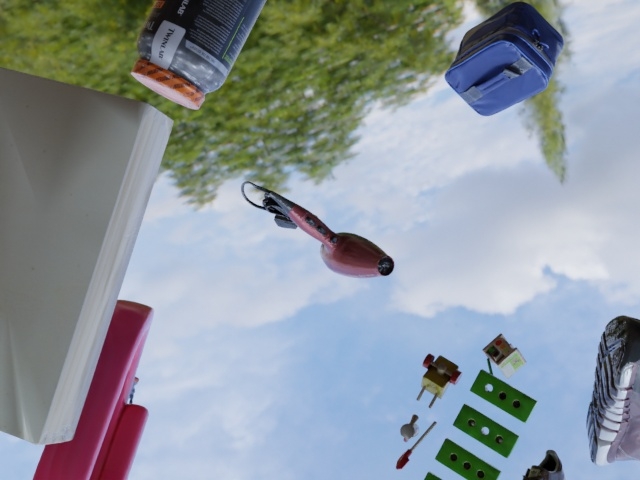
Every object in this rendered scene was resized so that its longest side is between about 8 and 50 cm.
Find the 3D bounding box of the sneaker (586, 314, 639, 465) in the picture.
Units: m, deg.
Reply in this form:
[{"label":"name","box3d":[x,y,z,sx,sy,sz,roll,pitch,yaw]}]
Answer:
[{"label":"sneaker","box3d":[0.445,0.198,1.117,0.162,0.281,0.107,1,-132,9]}]

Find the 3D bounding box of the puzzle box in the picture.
[{"label":"puzzle box","box3d":[-0.346,-0.025,0.719,0.408,0.272,0.052,16,176,17]}]

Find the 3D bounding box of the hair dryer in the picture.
[{"label":"hair dryer","box3d":[0.000,0.000,1.516,0.293,0.080,0.223,24,177,20]}]

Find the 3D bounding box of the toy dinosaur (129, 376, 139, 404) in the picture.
[{"label":"toy dinosaur","box3d":[-0.266,0.194,1.152,0.082,0.047,0.090,-44,-160,28]}]

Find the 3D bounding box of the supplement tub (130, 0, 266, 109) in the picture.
[{"label":"supplement tub","box3d":[-0.144,-0.262,1.030,0.117,0.117,0.191,18,-99,60]}]

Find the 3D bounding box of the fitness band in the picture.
[{"label":"fitness band","box3d":[-0.216,0.196,0.814,0.054,0.209,0.291,13,-121,0]}]

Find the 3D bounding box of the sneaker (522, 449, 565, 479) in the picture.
[{"label":"sneaker","box3d":[0.366,0.432,1.495,0.066,0.071,0.188,-3,-165,39]}]

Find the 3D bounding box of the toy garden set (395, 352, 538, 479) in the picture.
[{"label":"toy garden set","box3d":[0.234,0.334,1.497,0.203,0.244,0.049,29,-174,23]}]

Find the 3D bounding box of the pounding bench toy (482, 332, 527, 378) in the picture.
[{"label":"pounding bench toy","box3d":[0.354,0.239,1.716,0.083,0.052,0.065,-41,-143,-2]}]

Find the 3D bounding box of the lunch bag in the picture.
[{"label":"lunch bag","box3d":[0.162,-0.156,0.753,0.098,0.067,0.065,-25,-148,56]}]
